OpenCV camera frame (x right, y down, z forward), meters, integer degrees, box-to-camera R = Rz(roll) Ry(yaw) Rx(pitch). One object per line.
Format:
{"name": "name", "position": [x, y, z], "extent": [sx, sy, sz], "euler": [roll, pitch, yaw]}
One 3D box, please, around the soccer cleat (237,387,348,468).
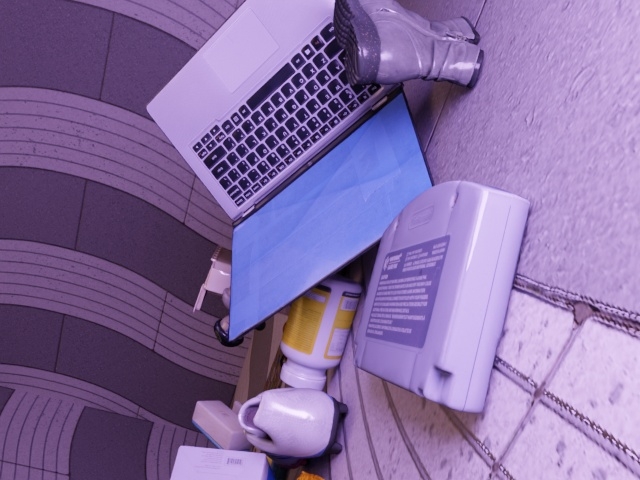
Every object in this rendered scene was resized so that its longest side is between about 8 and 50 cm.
{"name": "soccer cleat", "position": [-0.062, 0.284, 0.952], "extent": [0.331, 0.143, 0.115], "euler": [120, 164, -63]}

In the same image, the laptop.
{"name": "laptop", "position": [-0.081, -0.142, 0.891], "extent": [0.382, 0.407, 0.236], "euler": [-36, 3, 26]}

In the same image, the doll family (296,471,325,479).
{"name": "doll family", "position": [-0.037, 0.390, 0.780], "extent": [0.263, 0.119, 0.163], "euler": [50, -132, -77]}

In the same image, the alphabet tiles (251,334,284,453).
{"name": "alphabet tiles", "position": [-0.144, 0.444, 1.746], "extent": [0.285, 0.011, 0.342], "euler": [-89, 17, -62]}

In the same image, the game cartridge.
{"name": "game cartridge", "position": [0.103, 0.046, 0.590], "extent": [0.294, 0.060, 0.195], "euler": [149, 133, -79]}

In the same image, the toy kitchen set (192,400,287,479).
{"name": "toy kitchen set", "position": [-0.131, 0.394, 1.113], "extent": [0.122, 0.207, 0.165], "euler": [20, 96, 48]}

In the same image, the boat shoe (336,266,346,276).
{"name": "boat shoe", "position": [0.012, 0.003, 1.101], "extent": [0.097, 0.116, 0.324], "euler": [-42, -16, -7]}

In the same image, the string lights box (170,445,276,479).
{"name": "string lights box", "position": [-0.136, 0.414, 0.962], "extent": [0.259, 0.134, 0.076], "euler": [82, -167, -49]}

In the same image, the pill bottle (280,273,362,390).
{"name": "pill bottle", "position": [-0.005, 0.144, 0.983], "extent": [0.103, 0.103, 0.184], "euler": [-135, 62, -82]}

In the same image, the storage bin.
{"name": "storage bin", "position": [-0.131, 0.121, 1.365], "extent": [0.260, 0.263, 0.123], "euler": [-126, 54, -81]}

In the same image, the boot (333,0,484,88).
{"name": "boot", "position": [0.105, -0.270, 0.766], "extent": [0.083, 0.161, 0.246], "euler": [102, 165, -50]}

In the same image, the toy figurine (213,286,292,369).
{"name": "toy figurine", "position": [-0.082, 0.138, 1.133], "extent": [0.148, 0.210, 0.213], "euler": [-52, 16, 12]}
